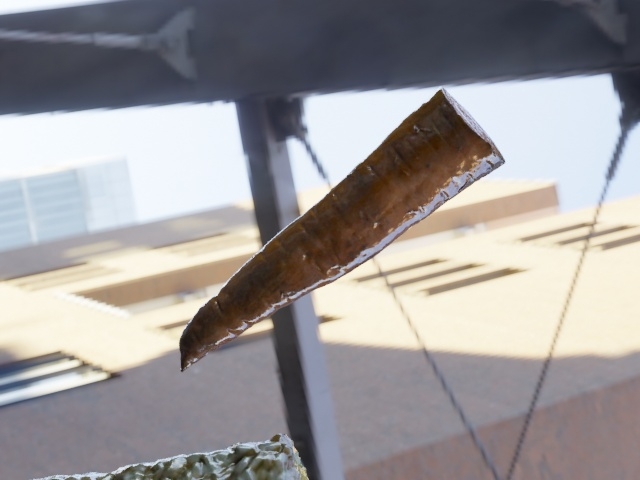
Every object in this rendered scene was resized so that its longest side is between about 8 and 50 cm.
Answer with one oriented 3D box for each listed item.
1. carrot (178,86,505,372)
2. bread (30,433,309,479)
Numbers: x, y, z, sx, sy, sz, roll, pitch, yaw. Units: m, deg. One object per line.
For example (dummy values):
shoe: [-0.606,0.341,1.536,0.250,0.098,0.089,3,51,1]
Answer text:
carrot: [0.000,0.000,0.717,0.057,0.224,0.057,52,6,-8]
bread: [-0.107,0.196,0.526,0.110,0.234,0.184,83,-1,-59]
